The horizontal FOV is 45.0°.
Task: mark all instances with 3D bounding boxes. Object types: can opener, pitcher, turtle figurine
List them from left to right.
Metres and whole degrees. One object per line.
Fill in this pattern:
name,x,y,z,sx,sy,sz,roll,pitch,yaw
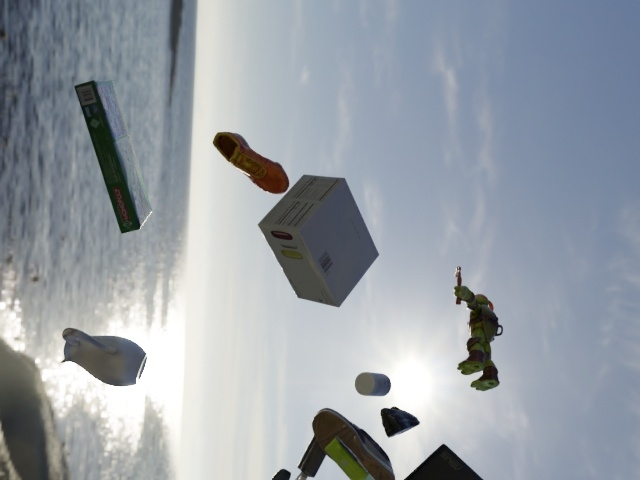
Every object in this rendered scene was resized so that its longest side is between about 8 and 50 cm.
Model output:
pitcher,-0.549,0.285,1.951,0.177,0.207,0.125,112,-4,-62
can opener,-0.052,0.602,2.102,0.283,0.095,0.076,-61,-170,-13
turtle figurine,0.332,0.194,1.591,0.269,0.087,0.217,64,26,-45

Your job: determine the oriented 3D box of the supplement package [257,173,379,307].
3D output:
supplement package,0.000,0.000,1.946,0.204,0.145,0.261,-50,130,-30

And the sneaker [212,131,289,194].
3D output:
sneaker,-0.132,-0.139,1.433,0.064,0.175,0.067,-60,161,19

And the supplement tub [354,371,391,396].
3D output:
supplement tub,0.155,0.421,2.263,0.107,0.071,0.070,19,66,-54

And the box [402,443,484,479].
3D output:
box,0.212,0.460,1.195,0.233,0.183,0.059,41,-24,30

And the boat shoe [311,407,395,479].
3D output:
boat shoe,0.087,0.535,2.014,0.103,0.285,0.092,-43,-169,15

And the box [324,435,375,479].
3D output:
box,0.070,0.499,1.706,0.109,0.042,0.178,43,-10,27

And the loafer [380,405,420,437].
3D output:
loafer,0.178,0.396,1.721,0.061,0.062,0.170,63,11,18

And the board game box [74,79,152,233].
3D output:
board game box,-0.444,-0.189,1.686,0.213,0.046,0.317,-116,-169,-77
